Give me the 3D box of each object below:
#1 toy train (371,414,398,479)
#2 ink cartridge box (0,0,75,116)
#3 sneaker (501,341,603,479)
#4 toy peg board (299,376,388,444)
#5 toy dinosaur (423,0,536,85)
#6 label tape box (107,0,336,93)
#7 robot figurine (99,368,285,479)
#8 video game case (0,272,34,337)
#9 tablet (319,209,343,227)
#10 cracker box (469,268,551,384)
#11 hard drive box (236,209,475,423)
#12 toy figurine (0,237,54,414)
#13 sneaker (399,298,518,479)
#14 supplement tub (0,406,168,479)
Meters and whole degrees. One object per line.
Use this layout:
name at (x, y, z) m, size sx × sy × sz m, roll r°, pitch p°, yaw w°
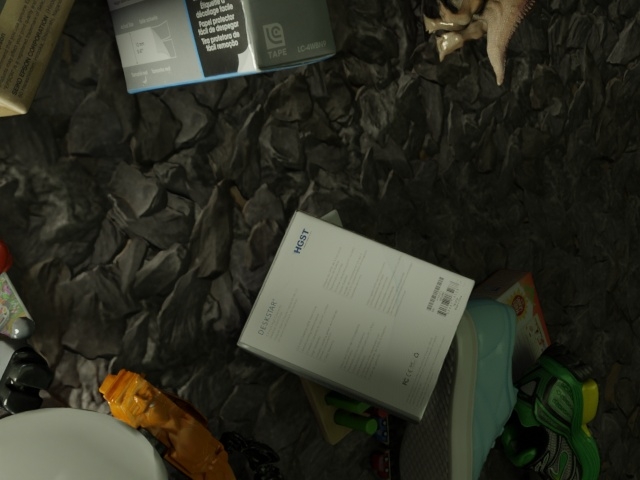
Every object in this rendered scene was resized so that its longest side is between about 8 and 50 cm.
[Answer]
toy train at (0.089, 0.311, 1.276) m, size 0.036 × 0.027 × 0.158 m, roll -6°, pitch 97°, yaw -28°
ink cartridge box at (-0.300, -0.206, 0.782) m, size 0.088 × 0.234 × 0.193 m, roll 26°, pitch 76°, yaw -39°
sneaker at (0.337, 0.307, 1.397) m, size 0.146 × 0.134 × 0.343 m, roll -31°, pitch 132°, yaw -16°
toy peg board at (0.062, 0.169, 1.209) m, size 0.160 × 0.079 × 0.161 m, roll -33°, pitch 113°, yaw -33°
toy dinosaur at (0.241, -0.345, 1.236) m, size 0.200 × 0.296 × 0.127 m, roll -15°, pitch 136°, yaw 0°
label tape box at (-0.132, -0.334, 0.903) m, size 0.115 × 0.249 × 0.348 m, roll -24°, pitch 108°, yaw -36°
robot figurine at (-0.161, 0.286, 1.028) m, size 0.291 × 0.085 × 0.211 m, roll 50°, pitch 63°, yaw -30°
video game case at (-0.351, 0.057, 0.903) m, size 0.087 × 0.011 × 0.122 m, roll -36°, pitch 114°, yaw -32°
tablet at (0.000, 0.000, 1.194) m, size 0.083 × 0.006 × 0.054 m, roll -32°, pitch 113°, yaw -33°
cracker box at (0.247, 0.165, 1.370) m, size 0.232 × 0.067 × 0.156 m, roll -33°, pitch 113°, yaw -34°
hard drive box at (0.044, 0.093, 1.090) m, size 0.232 × 0.089 × 0.181 m, roll 23°, pitch 78°, yaw 8°
toy figurine at (-0.365, 0.086, 0.805) m, size 0.213 × 0.148 × 0.209 m, roll -29°, pitch 117°, yaw -29°
sneaker at (0.207, 0.251, 1.229) m, size 0.150 × 0.135 × 0.366 m, roll -6°, pitch 114°, yaw -25°
supplement tub at (-0.236, 0.328, 0.809) m, size 0.228 × 0.228 × 0.316 m, roll -23°, pitch 135°, yaw -36°
